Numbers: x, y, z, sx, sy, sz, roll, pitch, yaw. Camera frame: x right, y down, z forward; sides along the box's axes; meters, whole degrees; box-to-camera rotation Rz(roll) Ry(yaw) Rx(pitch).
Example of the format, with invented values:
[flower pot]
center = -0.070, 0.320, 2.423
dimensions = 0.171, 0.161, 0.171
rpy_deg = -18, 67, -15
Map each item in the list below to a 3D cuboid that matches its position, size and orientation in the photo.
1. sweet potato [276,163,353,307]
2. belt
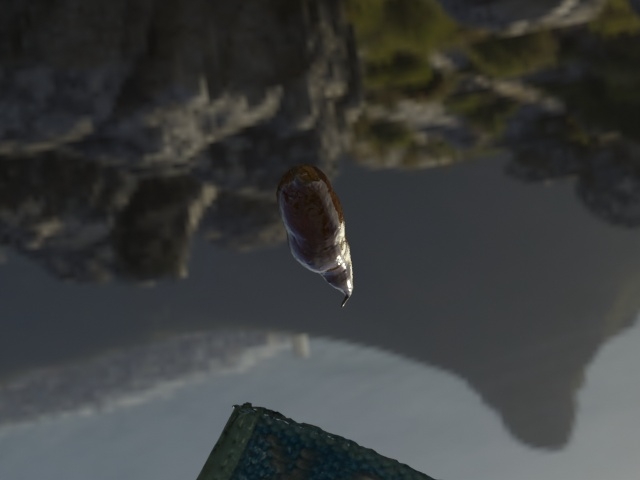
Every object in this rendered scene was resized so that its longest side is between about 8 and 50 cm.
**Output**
[sweet potato]
center = 0.000, 0.000, 1.551
dimensions = 0.056, 0.056, 0.195
rpy_deg = -10, 145, 7
[belt]
center = 0.032, 0.160, 0.910
dimensions = 0.163, 0.082, 0.147
rpy_deg = 16, 155, 34
